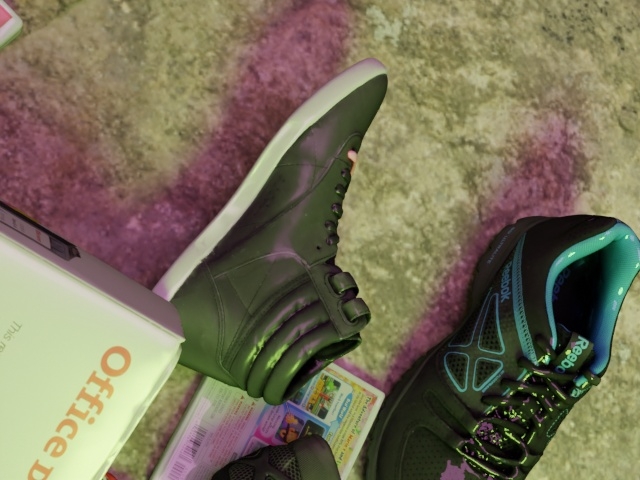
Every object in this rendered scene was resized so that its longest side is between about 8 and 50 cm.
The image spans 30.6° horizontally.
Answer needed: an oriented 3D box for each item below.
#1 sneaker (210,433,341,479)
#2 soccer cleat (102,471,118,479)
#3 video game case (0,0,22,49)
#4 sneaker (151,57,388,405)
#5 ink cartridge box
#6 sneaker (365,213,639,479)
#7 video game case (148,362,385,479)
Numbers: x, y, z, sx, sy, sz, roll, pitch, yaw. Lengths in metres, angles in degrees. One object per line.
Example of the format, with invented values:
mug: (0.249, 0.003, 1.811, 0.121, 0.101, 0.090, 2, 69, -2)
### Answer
sneaker: (-0.029, 0.254, 0.838, 0.130, 0.087, 0.227, -10, 56, -15)
soccer cleat: (-0.159, 0.196, 0.881, 0.083, 0.029, 0.035, 45, 78, -5)
video game case: (-0.391, -0.142, 0.848, 0.204, 0.025, 0.285, 46, 68, -8)
sneaker: (0.000, 0.000, 0.912, 0.147, 0.104, 0.295, 35, 76, 10)
ink cartridge box: (-0.278, 0.067, 0.766, 0.306, 0.131, 0.226, 33, 93, -15)
sneaker: (0.148, 0.117, 0.950, 0.125, 0.140, 0.340, 32, 73, -16)
video game case: (-0.040, 0.158, 0.937, 0.143, 0.019, 0.157, 32, 71, -14)
